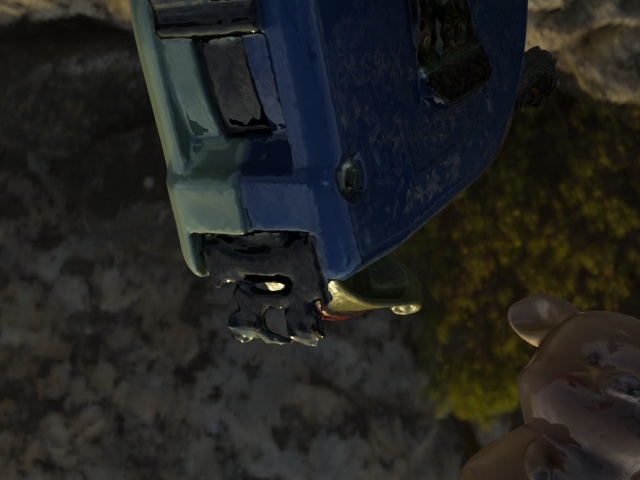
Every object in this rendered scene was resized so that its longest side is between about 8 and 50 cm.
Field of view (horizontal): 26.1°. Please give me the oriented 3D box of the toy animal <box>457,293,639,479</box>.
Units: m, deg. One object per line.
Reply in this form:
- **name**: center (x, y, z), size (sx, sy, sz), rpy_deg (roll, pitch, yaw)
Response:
- **toy animal**: center (0.108, 0.090, 0.614), size (0.083, 0.089, 0.150), rpy_deg (42, 79, -26)

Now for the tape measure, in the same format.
- **tape measure**: center (0.049, -0.122, 0.636), size (0.097, 0.351, 0.215), rpy_deg (1, 114, 31)

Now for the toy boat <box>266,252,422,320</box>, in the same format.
- **toy boat**: center (-0.001, 0.001, 0.872), size (0.071, 0.089, 0.185), rpy_deg (-18, 141, 19)
